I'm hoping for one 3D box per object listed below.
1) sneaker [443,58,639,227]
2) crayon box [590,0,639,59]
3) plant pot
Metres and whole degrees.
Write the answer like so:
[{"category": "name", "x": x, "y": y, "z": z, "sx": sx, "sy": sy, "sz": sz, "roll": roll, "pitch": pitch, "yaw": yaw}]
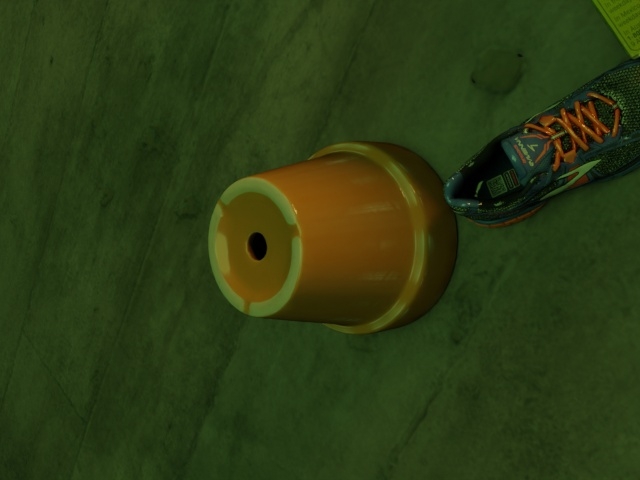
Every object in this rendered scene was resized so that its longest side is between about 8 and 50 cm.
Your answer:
[{"category": "sneaker", "x": 0.195, "y": -0.073, "z": 0.583, "sx": 0.221, "sy": 0.087, "sz": 0.083, "roll": -39, "pitch": 69, "yaw": 37}, {"category": "crayon box", "x": 0.212, "y": -0.309, "z": 0.451, "sx": 0.202, "sy": 0.081, "sz": 0.318, "roll": -29, "pitch": 108, "yaw": 39}, {"category": "plant pot", "x": 0.000, "y": 0.000, "z": 0.694, "sx": 0.205, "sy": 0.187, "sz": 0.205, "roll": 3, "pitch": 95, "yaw": 41}]
